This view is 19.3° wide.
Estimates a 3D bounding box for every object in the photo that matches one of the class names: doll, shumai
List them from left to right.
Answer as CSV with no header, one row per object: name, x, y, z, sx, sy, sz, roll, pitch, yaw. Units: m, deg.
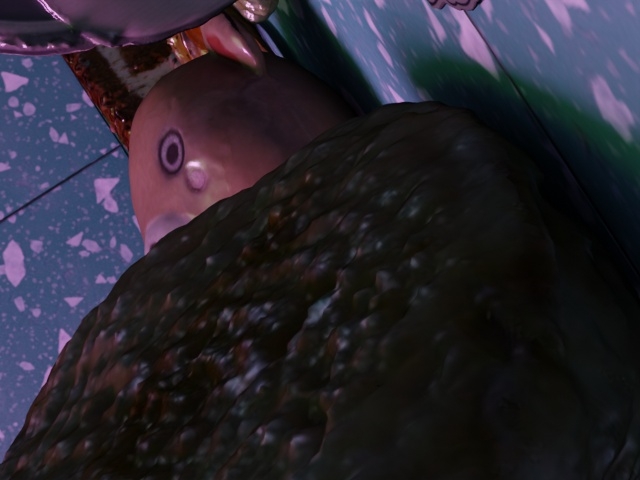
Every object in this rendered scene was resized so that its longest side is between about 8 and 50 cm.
doll,-0.002,0.022,1.147,0.330,0.174,0.235,57,159,21
shumai,0.050,0.145,0.876,0.323,0.324,0.397,43,-179,-23

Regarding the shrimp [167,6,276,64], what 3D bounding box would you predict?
shrimp,-0.054,-0.112,1.317,0.267,0.061,0.145,58,165,12

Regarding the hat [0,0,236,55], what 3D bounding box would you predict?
hat,-0.128,-0.220,0.904,0.275,0.232,0.161,45,149,-12

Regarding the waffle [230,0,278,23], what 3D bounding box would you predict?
waffle,-0.087,-0.206,1.110,0.183,0.036,0.169,52,179,-18

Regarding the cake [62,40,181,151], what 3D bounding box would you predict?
cake,-0.131,-0.123,1.576,0.135,0.112,0.246,59,173,-35

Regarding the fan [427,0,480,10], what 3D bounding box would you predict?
fan,0.004,-0.188,0.782,0.220,0.009,0.132,56,171,-3
